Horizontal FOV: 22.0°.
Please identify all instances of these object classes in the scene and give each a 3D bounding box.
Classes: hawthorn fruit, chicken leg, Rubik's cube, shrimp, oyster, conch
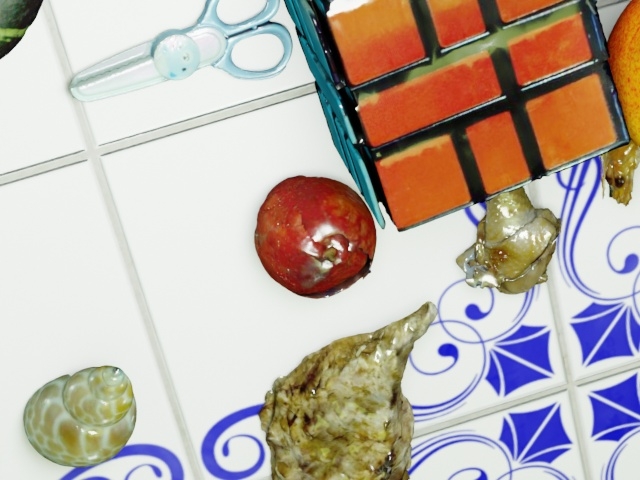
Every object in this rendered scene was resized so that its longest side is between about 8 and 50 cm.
[{"bbox_3d":[0.000,0.000,1.902,0.148,0.172,0.148,-3,100,-16],"label":"hawthorn fruit"},{"bbox_3d":[0.230,-0.024,1.994,0.125,0.080,0.196,3,113,0],"label":"chicken leg"},{"bbox_3d":[0.131,-0.218,1.768,0.293,0.288,0.283,-20,118,-5],"label":"Rubik's cube"},{"bbox_3d":[0.393,-0.162,1.975,0.150,0.068,0.249,12,106,-23],"label":"shrimp"},{"bbox_3d":[0.026,0.244,2.057,0.204,0.111,0.396,1,118,-9],"label":"oyster"},{"bbox_3d":[-0.283,0.215,1.977,0.173,0.106,0.116,-21,99,13],"label":"conch"}]

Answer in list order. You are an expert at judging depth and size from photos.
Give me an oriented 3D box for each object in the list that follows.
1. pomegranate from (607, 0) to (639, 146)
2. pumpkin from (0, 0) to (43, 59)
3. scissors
[{"bbox_3d":[0.415,-0.169,1.760,0.220,0.257,0.221,-9,132,-10],"label":"pomegranate"},{"bbox_3d":[-0.423,-0.296,1.632,0.323,0.241,0.323,-3,115,-7],"label":"pumpkin"},{"bbox_3d":[-0.159,-0.209,1.847,0.256,0.030,0.125,-21,118,-6],"label":"scissors"}]
